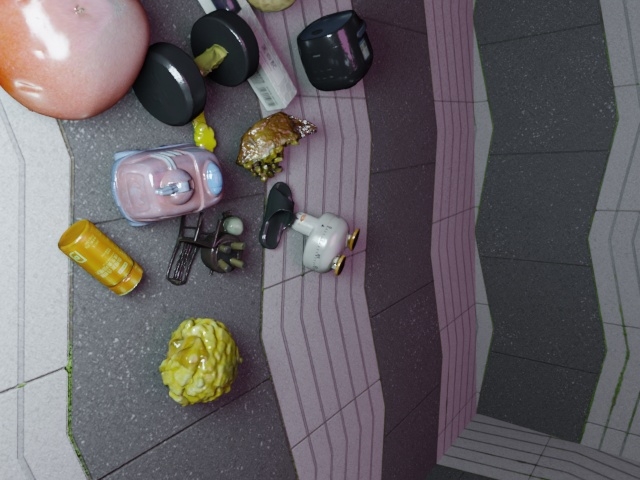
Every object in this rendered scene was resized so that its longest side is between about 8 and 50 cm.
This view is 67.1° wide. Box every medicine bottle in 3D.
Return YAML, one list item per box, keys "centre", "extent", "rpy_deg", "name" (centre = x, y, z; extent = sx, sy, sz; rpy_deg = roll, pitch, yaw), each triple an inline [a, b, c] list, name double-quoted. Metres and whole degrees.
- centre: [-0.537, 0.043, 1.188]
  extent: [0.096, 0.096, 0.192]
  rpy_deg: [-60, 135, -28]
  name: "medicine bottle"

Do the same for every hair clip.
- centre: [-0.349, -0.333, 1.422]
  extent: [0.072, 0.046, 0.173]
  rpy_deg: [-30, 119, -41]
  name: "hair clip"

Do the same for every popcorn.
- centre: [-0.351, 0.344, 1.378]
  extent: [0.249, 0.225, 0.250]
  rpy_deg: [31, 52, -51]
  name: "popcorn"

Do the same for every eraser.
- centre: [-0.219, -0.602, 1.514]
  extent: [0.096, 0.098, 0.404]
  rpy_deg: [-60, 136, -29]
  name: "eraser"

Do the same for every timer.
- centre: [0.000, 0.000, 1.816]
  extent: [0.234, 0.239, 0.234]
  rpy_deg: [-60, 166, -26]
  name: "timer"

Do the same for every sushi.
- centre: [-0.153, -0.317, 1.592]
  extent: [0.179, 0.166, 0.296]
  rpy_deg: [56, 42, -10]
  name: "sushi"

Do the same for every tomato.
- centre: [-0.529, -0.425, 1.004]
  extent: [0.341, 0.272, 0.342]
  rpy_deg: [-7, 99, -51]
  name: "tomato"

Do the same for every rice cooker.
- centre: [0.058, -0.676, 1.736]
  extent: [0.267, 0.267, 0.225]
  rpy_deg: [-56, 134, -31]
  name: "rice cooker"

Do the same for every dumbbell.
- centre: [-0.328, -0.467, 1.297]
  extent: [0.322, 0.203, 0.204]
  rpy_deg: [-53, 132, -38]
  name: "dumbbell"

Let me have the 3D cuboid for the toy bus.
- centre: [-0.377, -0.149, 1.258]
  extent: [0.294, 0.231, 0.198]
  rpy_deg: [-22, 111, -48]
  name: "toy bus"

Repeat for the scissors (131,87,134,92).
- centre: [-0.511, -0.598, 1.204]
  extent: [0.192, 0.029, 0.448]
  rpy_deg: [-28, 118, -46]
  name: "scissors"

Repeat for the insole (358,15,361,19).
- centre: [0.119, -0.787, 1.989]
  extent: [0.111, 0.007, 0.328]
  rpy_deg: [35, 67, -48]
  name: "insole"

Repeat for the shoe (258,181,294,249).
- centre: [-0.134, -0.083, 1.684]
  extent: [0.108, 0.093, 0.241]
  rpy_deg: [27, 75, -48]
  name: "shoe"

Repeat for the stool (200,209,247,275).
- centre: [-0.284, 0.012, 1.488]
  extent: [0.125, 0.121, 0.217]
  rpy_deg: [31, 75, -47]
  name: "stool"

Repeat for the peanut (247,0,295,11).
- centre: [-0.140, -0.786, 1.507]
  extent: [0.159, 0.143, 0.291]
  rpy_deg: [38, 26, -4]
  name: "peanut"

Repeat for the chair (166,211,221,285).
- centre: [-0.367, 0.030, 1.395]
  extent: [0.084, 0.101, 0.213]
  rpy_deg: [23, 75, -50]
  name: "chair"
